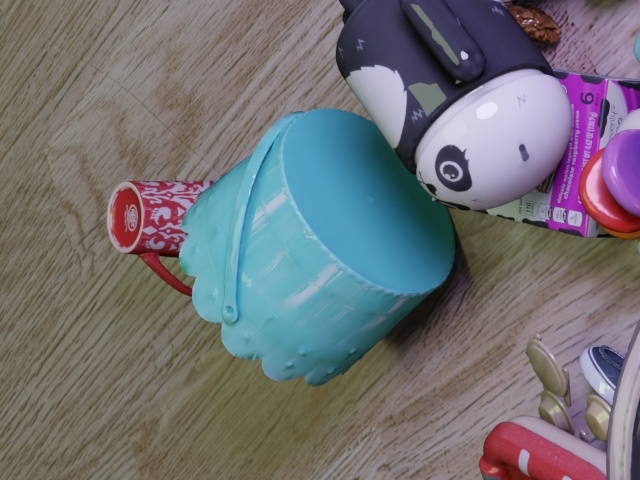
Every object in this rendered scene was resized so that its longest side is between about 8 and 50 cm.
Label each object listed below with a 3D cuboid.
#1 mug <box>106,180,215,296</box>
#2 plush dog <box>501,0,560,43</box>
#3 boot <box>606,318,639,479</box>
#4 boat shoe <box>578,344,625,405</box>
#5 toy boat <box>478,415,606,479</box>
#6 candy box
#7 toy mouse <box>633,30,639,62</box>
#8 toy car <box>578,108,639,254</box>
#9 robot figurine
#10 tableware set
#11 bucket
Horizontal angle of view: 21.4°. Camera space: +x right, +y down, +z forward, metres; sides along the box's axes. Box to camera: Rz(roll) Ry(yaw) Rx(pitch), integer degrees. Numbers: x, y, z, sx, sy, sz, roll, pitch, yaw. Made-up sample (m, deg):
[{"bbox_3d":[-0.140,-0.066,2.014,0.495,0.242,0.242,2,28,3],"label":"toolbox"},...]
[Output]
[{"bbox_3d":[-0.173,-0.012,2.160,0.113,0.169,0.150,-46,54,41],"label":"mug"},{"bbox_3d":[0.183,-0.322,1.719,0.225,0.211,0.262,114,143,-62],"label":"plush dog"},{"bbox_3d":[0.402,0.102,1.341,0.284,0.138,0.377,15,81,36],"label":"boot"},{"bbox_3d":[0.326,0.138,1.601,0.183,0.065,0.083,46,115,40],"label":"boat shoe"},{"bbox_3d":[0.221,0.278,1.623,0.231,0.151,0.151,25,144,51],"label":"toy boat"},{"bbox_3d":[0.221,-0.098,1.731,0.233,0.071,0.159,15,101,52],"label":"candy box"},{"bbox_3d":[0.320,-0.185,1.591,0.161,0.031,0.143,-83,8,-56],"label":"toy mouse"},{"bbox_3d":[0.309,-0.059,1.545,0.182,0.136,0.159,136,127,-62],"label":"toy car"},{"bbox_3d":[0.121,-0.157,1.643,0.173,0.209,0.278,-48,63,31],"label":"robot figurine"},{"bbox_3d":[0.253,0.175,1.667,0.168,0.020,0.141,49,160,36],"label":"tableware set"},{"bbox_3d":[0.000,0.000,1.865,0.183,0.281,0.281,-41,57,37],"label":"bucket"}]
